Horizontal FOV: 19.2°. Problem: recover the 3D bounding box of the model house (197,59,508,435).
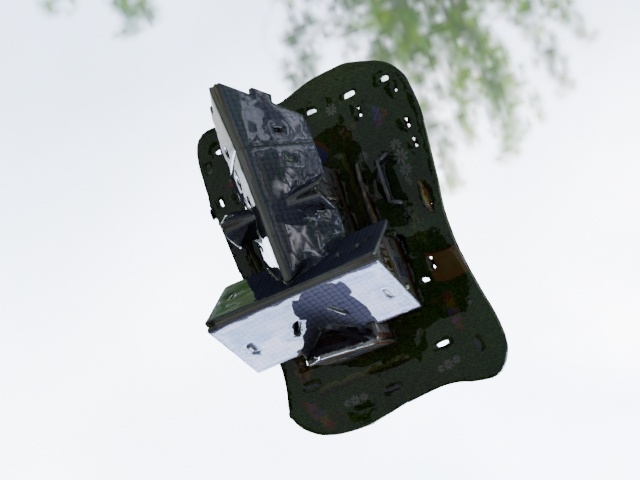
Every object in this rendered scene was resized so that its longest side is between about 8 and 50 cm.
[{"bbox_3d":[0.000,0.000,0.856,0.117,0.088,0.167,-21,-100,15],"label":"model house"}]
